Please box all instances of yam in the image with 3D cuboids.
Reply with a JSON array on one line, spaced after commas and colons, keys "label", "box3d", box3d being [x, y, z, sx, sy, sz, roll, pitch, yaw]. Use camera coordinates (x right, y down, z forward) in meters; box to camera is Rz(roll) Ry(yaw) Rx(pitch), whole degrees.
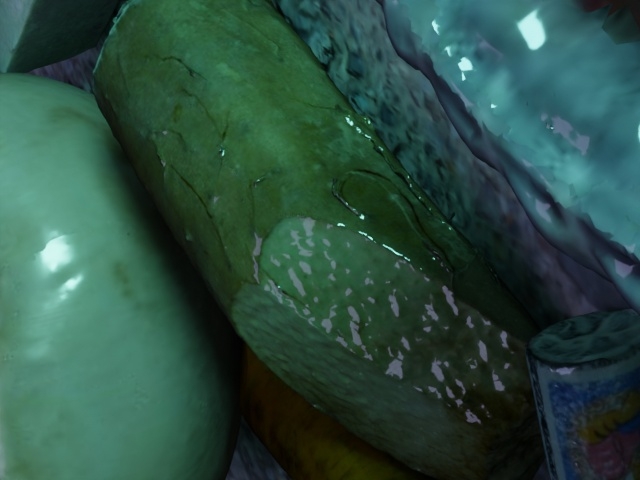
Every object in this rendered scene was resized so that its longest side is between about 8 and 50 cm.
[{"label": "yam", "box3d": [0.000, 0.000, 0.753, 0.259, 0.106, 0.106, 53, 151, 27]}]

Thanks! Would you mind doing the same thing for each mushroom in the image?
[{"label": "mushroom", "box3d": [-0.195, 0.063, 0.939, 0.297, 0.290, 0.298, 46, 144, 50]}]

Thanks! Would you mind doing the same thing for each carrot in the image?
[{"label": "carrot", "box3d": [0.038, 0.132, 0.772, 0.314, 0.066, 0.066, -128, 28, -49]}]

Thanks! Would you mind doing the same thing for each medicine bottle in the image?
[{"label": "medicine bottle", "box3d": [0.120, 0.121, 0.680, 0.051, 0.051, 0.191, 19, 128, 56]}]

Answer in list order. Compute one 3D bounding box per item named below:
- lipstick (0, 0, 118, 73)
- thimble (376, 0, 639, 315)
[{"label": "lipstick", "box3d": [-0.115, -0.182, 0.850, 0.068, 0.066, 0.317, 60, 153, 10]}, {"label": "thimble", "box3d": [0.122, -0.087, 0.384, 0.236, 0.172, 0.205, 24, 128, 50]}]
